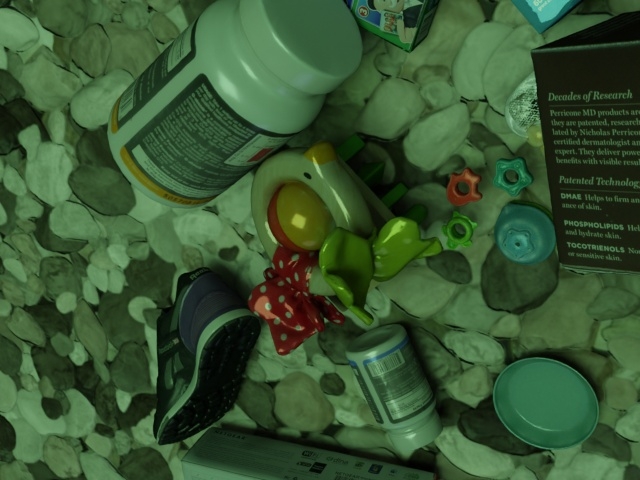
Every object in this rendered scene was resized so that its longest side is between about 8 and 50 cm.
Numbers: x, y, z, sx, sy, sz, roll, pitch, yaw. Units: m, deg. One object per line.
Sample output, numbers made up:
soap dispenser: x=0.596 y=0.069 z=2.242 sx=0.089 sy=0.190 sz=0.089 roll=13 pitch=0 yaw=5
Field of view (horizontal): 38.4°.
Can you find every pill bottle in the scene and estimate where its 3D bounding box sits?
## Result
pill bottle: x=0.091 y=0.176 z=1.096 sx=0.078 sy=0.078 sz=0.137 roll=-18 pitch=102 yaw=32
pill bottle: x=-0.094 y=-0.158 z=0.977 sx=0.278 sy=0.162 sz=0.162 roll=-31 pitch=95 yaw=41

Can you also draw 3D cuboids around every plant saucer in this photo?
plant saucer: x=0.258 y=0.182 z=1.047 sx=0.119 sy=0.021 sz=0.119 roll=11 pitch=116 yaw=23

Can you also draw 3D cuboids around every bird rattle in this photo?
bird rattle: x=0.000 y=0.000 z=0.984 sx=0.253 sy=0.143 sz=0.206 roll=-19 pitch=96 yaw=60

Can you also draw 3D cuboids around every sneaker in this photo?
sneaker: x=-0.170 y=0.153 z=1.225 sx=0.124 sy=0.107 sz=0.283 roll=52 pitch=132 yaw=29

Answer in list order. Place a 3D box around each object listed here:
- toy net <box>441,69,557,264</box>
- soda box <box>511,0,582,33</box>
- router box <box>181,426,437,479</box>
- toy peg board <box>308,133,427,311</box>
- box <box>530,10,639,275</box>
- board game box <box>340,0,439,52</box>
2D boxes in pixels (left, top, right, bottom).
toy net: x=0.204 y=-0.085 z=0.950 sx=0.122 sy=0.045 sz=0.232 roll=20 pitch=117 yaw=20
soda box: x=0.261 y=-0.282 z=0.819 sx=0.210 sy=0.067 sz=0.071 roll=-39 pitch=90 yaw=34
router box: x=-0.007 y=0.422 z=1.239 sx=0.336 sy=0.082 sz=0.301 roll=6 pitch=118 yaw=25
toy peg board: x=0.032 y=-0.027 z=1.052 sx=0.161 sy=0.079 sz=0.160 roll=48 pitch=139 yaw=2
box: x=0.308 y=-0.089 z=0.795 sx=0.167 sy=0.169 sz=0.203 roll=6 pitch=115 yaw=46
board game box: x=0.045 y=-0.360 z=0.862 sx=0.214 sy=0.046 sz=0.317 roll=31 pitch=137 yaw=13
